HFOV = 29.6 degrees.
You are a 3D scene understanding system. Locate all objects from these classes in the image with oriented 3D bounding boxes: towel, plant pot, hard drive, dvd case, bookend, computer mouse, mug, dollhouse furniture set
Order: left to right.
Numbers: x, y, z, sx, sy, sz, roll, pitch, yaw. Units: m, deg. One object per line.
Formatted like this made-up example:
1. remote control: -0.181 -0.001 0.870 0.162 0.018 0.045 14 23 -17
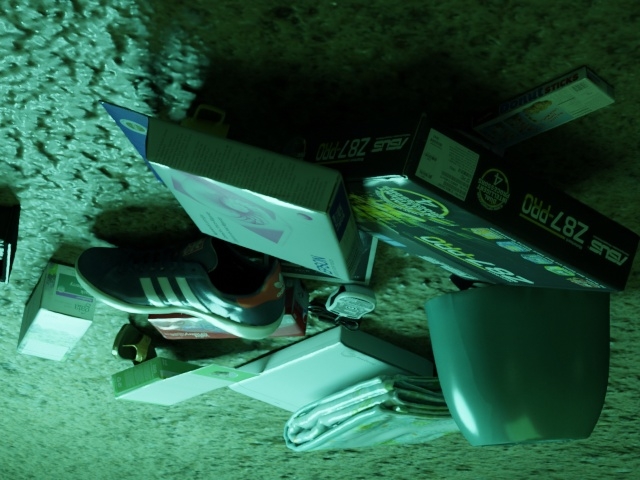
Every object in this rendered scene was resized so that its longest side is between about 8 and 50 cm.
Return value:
1. bookend: -0.571 -0.006 1.957 0.156 0.072 0.157 13 151 -11
2. mug: -0.160 -0.146 1.645 0.064 0.078 0.062 19 -177 -5
3. dvd case: 0.000 0.000 1.900 0.179 0.029 0.238 7 151 0
4. hard drive: 0.015 0.264 2.371 0.233 0.047 0.353 25 146 -32
5. computer mouse: 0.049 0.106 2.072 0.106 0.042 0.193 18 158 -12
6. towel: 0.152 0.342 2.360 0.321 0.090 0.374 6 158 -32
7. dollhouse furniture set: 0.205 0.004 1.887 0.114 0.091 0.081 44 -179 -18
8. plant pot: 0.318 0.203 1.910 0.293 0.235 0.293 -3 169 -1

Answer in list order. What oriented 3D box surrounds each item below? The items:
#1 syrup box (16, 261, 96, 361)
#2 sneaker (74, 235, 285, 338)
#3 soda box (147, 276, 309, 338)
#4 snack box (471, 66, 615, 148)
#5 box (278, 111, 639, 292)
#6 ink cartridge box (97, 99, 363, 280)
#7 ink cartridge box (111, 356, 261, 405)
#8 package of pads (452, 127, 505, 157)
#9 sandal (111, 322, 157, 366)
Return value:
1. syrup box: -0.471 0.131 2.167 0.093 0.096 0.237 14 151 -19
2. sneaker: -0.222 0.042 1.949 0.350 0.131 0.148 12 131 1
3. soda box: -0.157 0.114 2.088 0.263 0.083 0.092 -3 151 16
4. snack box: 0.281 -0.166 1.539 0.064 0.022 0.178 28 145 -36
5. box: 0.176 -0.043 1.621 0.395 0.097 0.318 25 169 -31
6. ink cartridge box: -0.116 -0.058 1.620 0.330 0.071 0.324 16 167 12
7. ink cartridge box: -0.258 0.259 2.335 0.235 0.056 0.171 -23 157 25
8. package of pads: 0.204 -0.113 1.622 0.083 0.050 0.032 20 166 -25
9. sandal: -0.344 0.208 2.310 0.049 0.072 0.180 9 160 20
